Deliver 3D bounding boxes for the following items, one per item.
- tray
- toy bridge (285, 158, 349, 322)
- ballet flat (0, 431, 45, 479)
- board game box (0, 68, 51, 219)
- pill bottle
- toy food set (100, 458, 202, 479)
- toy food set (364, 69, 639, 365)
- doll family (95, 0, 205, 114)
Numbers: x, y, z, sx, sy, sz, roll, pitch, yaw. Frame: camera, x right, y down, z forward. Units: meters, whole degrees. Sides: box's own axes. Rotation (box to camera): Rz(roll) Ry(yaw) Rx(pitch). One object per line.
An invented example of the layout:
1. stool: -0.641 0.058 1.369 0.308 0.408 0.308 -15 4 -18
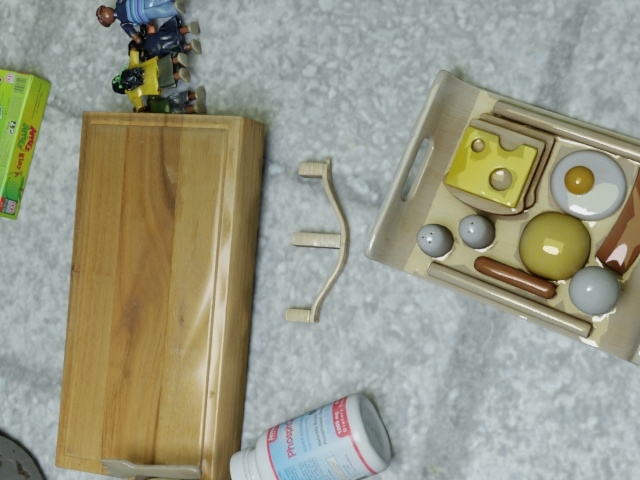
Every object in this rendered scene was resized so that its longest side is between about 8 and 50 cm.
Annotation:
1. tray: -0.185 0.063 1.192 0.203 0.076 0.410 4 89 20
2. toy bridge: 0.000 0.000 1.179 0.063 0.026 0.188 4 84 17
3. ballet flat: -0.421 0.263 1.283 0.250 0.058 0.084 40 62 14
4. board game box: -0.413 -0.125 1.331 0.092 0.043 0.181 13 87 21
5. pill bottle: -0.012 0.231 1.121 0.160 0.087 0.087 -25 76 14
6. toy food set: -0.153 0.294 1.147 0.132 0.192 0.038 -1 39 17
7. toy food set: 0.220 -0.030 1.069 0.306 0.092 0.219 22 91 20
8. doll family: -0.208 -0.223 1.260 0.111 0.076 0.193 -9 75 22
